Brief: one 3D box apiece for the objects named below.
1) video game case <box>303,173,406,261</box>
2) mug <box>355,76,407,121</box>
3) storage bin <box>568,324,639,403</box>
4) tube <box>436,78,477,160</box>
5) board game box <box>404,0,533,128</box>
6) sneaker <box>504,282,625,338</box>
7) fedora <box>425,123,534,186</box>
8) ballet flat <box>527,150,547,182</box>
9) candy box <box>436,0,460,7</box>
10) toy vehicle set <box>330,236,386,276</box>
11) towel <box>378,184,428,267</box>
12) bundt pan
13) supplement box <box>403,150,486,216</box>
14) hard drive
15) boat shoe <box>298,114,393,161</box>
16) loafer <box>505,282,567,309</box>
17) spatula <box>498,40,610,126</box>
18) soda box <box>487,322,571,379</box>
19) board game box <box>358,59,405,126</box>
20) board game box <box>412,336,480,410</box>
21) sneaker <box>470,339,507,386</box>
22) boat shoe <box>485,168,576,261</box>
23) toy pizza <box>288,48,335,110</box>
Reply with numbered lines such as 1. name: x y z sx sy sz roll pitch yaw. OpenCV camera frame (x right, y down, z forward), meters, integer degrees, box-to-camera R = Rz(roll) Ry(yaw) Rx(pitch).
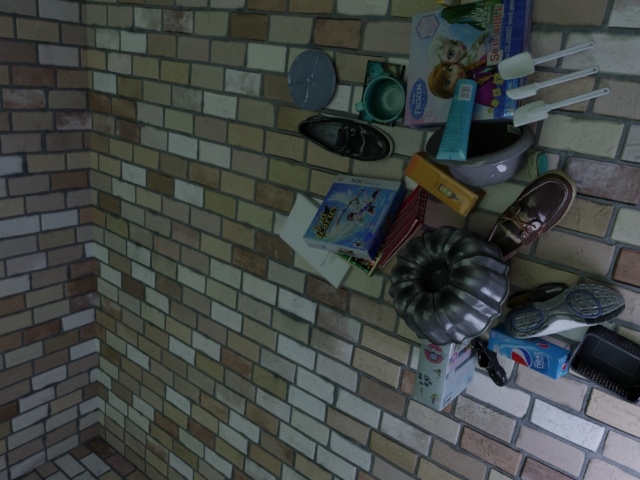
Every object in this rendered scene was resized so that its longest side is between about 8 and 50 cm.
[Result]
1. video game case: 0.108 -0.081 1.652 0.244 0.269 0.061 11 152 35
2. mug: 0.195 -0.425 1.549 0.158 0.097 0.129 28 116 22
3. storage bin: 0.759 0.316 1.347 0.180 0.084 0.122 31 119 29
4. tube: 0.354 -0.305 1.329 0.080 0.052 0.207 10 85 42
5. board game box: 0.391 -0.471 1.403 0.318 0.066 0.318 4 91 37
6. sneaker: 0.646 0.192 1.389 0.297 0.129 0.111 -15 68 20
7. fedora: 0.434 -0.229 1.403 0.275 0.243 0.124 -4 128 28
8. ballet flat: 0.582 -0.155 1.395 0.052 0.057 0.168 -168 73 -64
9. candy box: 0.355 -0.733 1.380 0.027 0.105 0.205 18 111 33
10. toy vehicle set: 0.103 -0.015 1.754 0.267 0.035 0.166 32 100 24
11. towel: 0.246 -0.053 1.545 0.031 0.275 0.199 33 123 -6
12. bundt pan: 0.315 0.104 1.372 0.331 0.124 0.330 -23 54 35
13. supplement box: 0.364 -0.170 1.533 0.233 0.080 0.078 42 124 24
14. hard drive: 0.000 0.000 1.874 0.307 0.040 0.203 42 123 22
15. boat shoe: 0.069 -0.335 1.692 0.340 0.113 0.127 30 117 28
16. loafer: 0.599 0.163 1.444 0.170 0.061 0.062 -28 83 38
17. spatula: 0.571 -0.394 1.272 0.242 0.019 0.168 -17 89 4
18. soda box: 0.581 0.307 1.460 0.210 0.071 0.067 21 114 46
19. board game box: 0.190 -0.459 1.625 0.126 0.026 0.186 21 113 32
20. board game box: 0.386 0.314 1.543 0.098 0.224 0.303 18 111 35
21. sneaker: 0.502 0.368 1.551 0.051 0.089 0.170 -17 90 38
22. boat shoe: 0.524 -0.040 1.360 0.123 0.123 0.342 45 140 10
23. toy pizza: -0.027 -0.543 1.766 0.201 0.032 0.201 11 109 34
